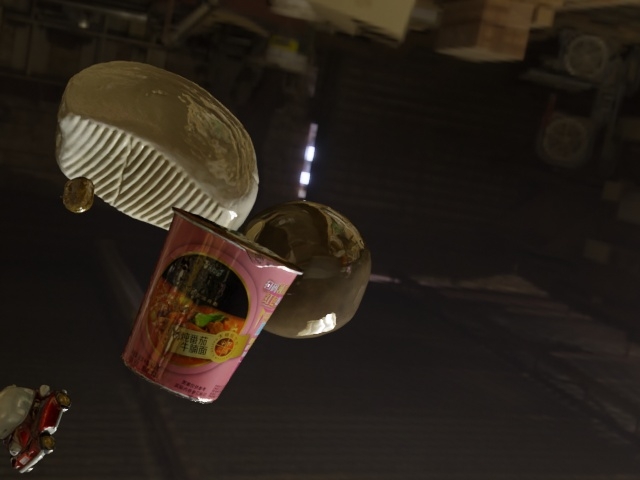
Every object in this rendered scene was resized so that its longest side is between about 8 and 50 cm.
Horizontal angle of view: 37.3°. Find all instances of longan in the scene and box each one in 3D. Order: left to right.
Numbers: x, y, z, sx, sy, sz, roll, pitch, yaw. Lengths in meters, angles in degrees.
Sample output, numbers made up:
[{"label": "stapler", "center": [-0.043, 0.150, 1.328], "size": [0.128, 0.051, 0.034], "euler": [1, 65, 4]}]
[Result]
[{"label": "longan", "center": [-0.048, 0.057, 1.923], "size": [0.297, 0.297, 0.297], "euler": [10, -173, -1]}]

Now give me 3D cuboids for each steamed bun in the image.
[{"label": "steamed bun", "center": [-0.281, -0.178, 1.742], "size": [0.383, 0.236, 0.247], "euler": [29, 147, -6]}]

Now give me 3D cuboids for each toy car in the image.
[{"label": "toy car", "center": [-0.476, 0.286, 1.505], "size": [0.112, 0.112, 0.139], "euler": [37, -152, -25]}]

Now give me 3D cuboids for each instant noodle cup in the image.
[{"label": "instant noodle cup", "center": [-0.179, 0.106, 1.472], "size": [0.244, 0.255, 0.244], "euler": [26, 180, 0]}]

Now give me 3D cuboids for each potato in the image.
[{"label": "potato", "center": [-0.361, -0.072, 1.418], "size": [0.045, 0.046, 0.092], "euler": [30, -166, -22]}]
